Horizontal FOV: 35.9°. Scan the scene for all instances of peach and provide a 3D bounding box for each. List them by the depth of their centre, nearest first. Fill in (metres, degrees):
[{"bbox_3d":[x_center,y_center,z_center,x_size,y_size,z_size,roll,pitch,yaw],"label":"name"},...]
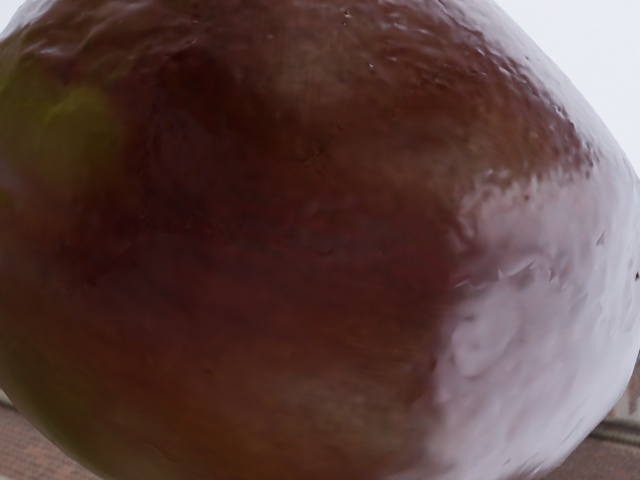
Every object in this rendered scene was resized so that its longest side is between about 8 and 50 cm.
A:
[{"bbox_3d":[0.000,0.000,0.471,0.332,0.308,0.308,24,-50,-13],"label":"peach"}]
